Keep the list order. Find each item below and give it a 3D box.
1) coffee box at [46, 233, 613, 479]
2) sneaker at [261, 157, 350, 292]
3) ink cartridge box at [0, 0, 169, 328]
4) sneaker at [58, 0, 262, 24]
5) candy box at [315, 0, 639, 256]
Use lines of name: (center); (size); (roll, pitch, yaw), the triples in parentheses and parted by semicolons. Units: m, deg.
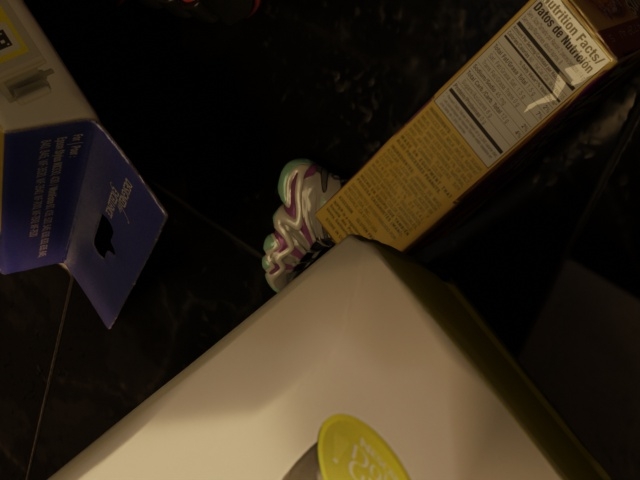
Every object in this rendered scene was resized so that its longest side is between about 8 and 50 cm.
coffee box: (0.020, 0.232, 0.486); (0.334, 0.338, 0.338); (-39, 81, 6)
sneaker: (0.000, 0.000, 0.677); (0.069, 0.038, 0.098); (23, 118, 28)
ink cartridge box: (-0.236, -0.085, 0.716); (0.307, 0.072, 0.303); (59, 156, 7)
sneaker: (-0.130, -0.228, 0.669); (0.313, 0.116, 0.136); (18, 82, 39)
candy box: (0.092, -0.061, 0.547); (0.186, 0.109, 0.053); (-42, 80, 36)
